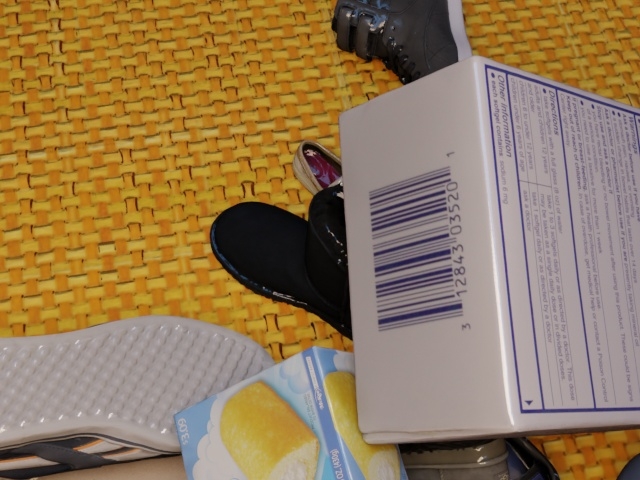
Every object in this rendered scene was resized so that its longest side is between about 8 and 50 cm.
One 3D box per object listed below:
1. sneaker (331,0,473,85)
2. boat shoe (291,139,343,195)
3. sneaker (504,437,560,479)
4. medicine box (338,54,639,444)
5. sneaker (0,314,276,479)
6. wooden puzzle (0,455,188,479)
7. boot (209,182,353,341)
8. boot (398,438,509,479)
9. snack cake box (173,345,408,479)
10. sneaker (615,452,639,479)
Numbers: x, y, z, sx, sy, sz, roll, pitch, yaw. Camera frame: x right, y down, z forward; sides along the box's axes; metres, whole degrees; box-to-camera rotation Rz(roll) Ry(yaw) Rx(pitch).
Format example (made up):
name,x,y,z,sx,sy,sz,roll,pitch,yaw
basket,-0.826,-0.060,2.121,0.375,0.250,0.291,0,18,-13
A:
name,x,y,z,sx,sy,sz,roll,pitch,yaw
sneaker,0.088,-0.199,1.176,0.147,0.104,0.295,-3,58,-2
boat shoe,0.020,-0.054,1.126,0.135,0.045,0.050,41,69,16
sneaker,0.197,0.259,0.953,0.081,0.090,0.232,-32,69,-17
medicine box,0.171,0.023,0.857,0.289,0.149,0.263,7,74,-43
sneaker,-0.199,0.140,0.947,0.321,0.127,0.126,3,65,-25
wooden puzzle,-0.174,0.243,0.975,0.239,0.044,0.221,35,67,19
boot,0.000,0.000,1.008,0.246,0.207,0.094,32,67,13
boot,0.113,0.280,0.942,0.076,0.190,0.208,-15,91,-41
snack cake box,-0.006,0.232,0.815,0.152,0.089,0.264,-29,64,26
sneaker,0.382,0.291,0.939,0.319,0.112,0.131,33,107,-8
